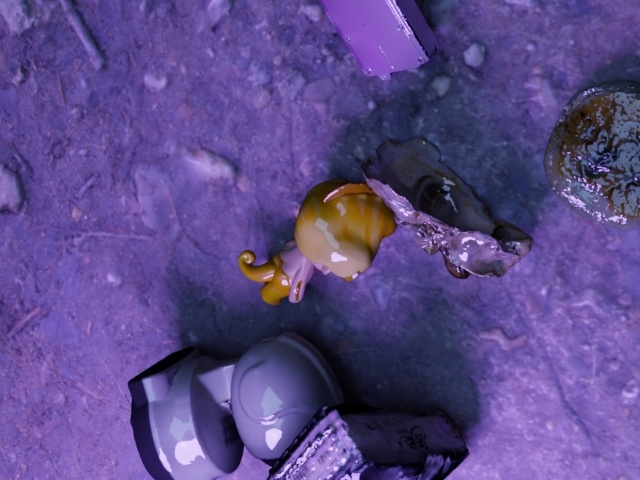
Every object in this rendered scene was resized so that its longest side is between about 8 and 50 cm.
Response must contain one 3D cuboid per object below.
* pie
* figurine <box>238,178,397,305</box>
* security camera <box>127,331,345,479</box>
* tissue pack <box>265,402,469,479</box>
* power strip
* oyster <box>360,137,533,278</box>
[{"bbox_3d":[0.363,-0.102,1.157,0.186,0.041,0.187,4,102,22],"label":"pie"},{"bbox_3d":[0.000,0.000,1.289,0.246,0.131,0.156,-41,48,31],"label":"figurine"},{"bbox_3d":[-0.102,0.234,1.338,0.277,0.197,0.191,-16,93,15],"label":"security camera"},{"bbox_3d":[0.020,0.347,1.271,0.332,0.245,0.123,-51,57,24],"label":"tissue pack"},{"bbox_3d":[0.041,-0.314,1.167,0.109,0.037,0.279,-3,136,41],"label":"power strip"},{"bbox_3d":[0.150,-0.031,1.213,0.232,0.161,0.107,35,132,6],"label":"oyster"}]
